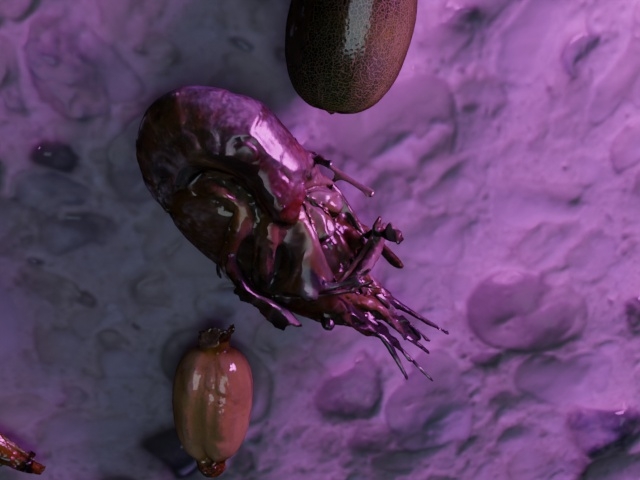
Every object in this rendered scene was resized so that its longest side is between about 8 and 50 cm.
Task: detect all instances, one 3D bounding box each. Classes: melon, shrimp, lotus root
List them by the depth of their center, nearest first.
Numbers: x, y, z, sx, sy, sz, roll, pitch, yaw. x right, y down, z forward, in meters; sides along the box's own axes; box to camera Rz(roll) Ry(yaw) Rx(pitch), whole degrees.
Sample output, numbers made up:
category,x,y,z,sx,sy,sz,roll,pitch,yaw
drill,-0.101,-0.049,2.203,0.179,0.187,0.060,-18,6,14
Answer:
category,x,y,z,sx,sy,sz,roll,pitch,yaw
melon,0.025,-0.176,0.651,0.099,0.099,0.162,9,106,-14
shrimp,-0.004,0.000,0.703,0.145,0.116,0.343,-40,113,21
shrimp,-0.313,0.195,0.763,0.127,0.025,0.091,25,104,-14
lotus root,-0.097,0.139,0.764,0.073,0.062,0.150,8,108,10
